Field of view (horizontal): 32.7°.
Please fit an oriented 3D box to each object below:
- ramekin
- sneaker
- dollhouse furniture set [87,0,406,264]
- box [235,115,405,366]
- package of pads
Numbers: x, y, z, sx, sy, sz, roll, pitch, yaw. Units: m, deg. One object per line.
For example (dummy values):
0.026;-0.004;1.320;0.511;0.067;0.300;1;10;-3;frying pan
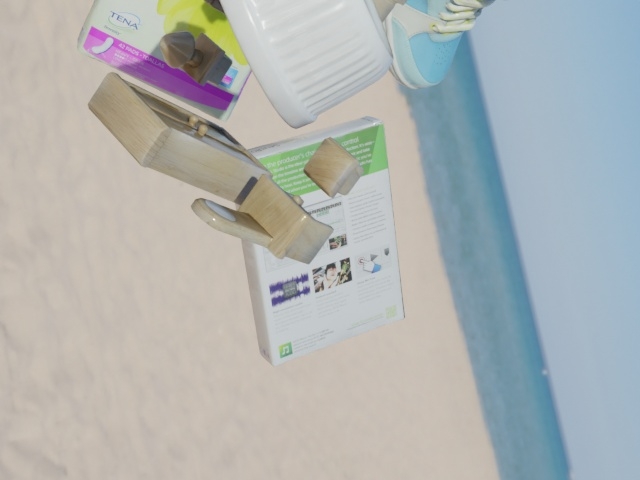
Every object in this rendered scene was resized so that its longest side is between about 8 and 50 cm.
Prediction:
-0.015;-0.216;0.974;0.207;0.109;0.207;-23;90;-80;ramekin
0.181;-0.295;1.298;0.208;0.127;0.319;37;-43;36;sneaker
-0.042;-0.211;1.074;0.174;0.355;0.303;21;19;-51;dollhouse furniture set
0.000;0.000;1.589;0.058;0.232;0.322;33;-45;56;box
-0.244;-0.374;1.887;0.229;0.296;0.101;-61;-165;19;package of pads
